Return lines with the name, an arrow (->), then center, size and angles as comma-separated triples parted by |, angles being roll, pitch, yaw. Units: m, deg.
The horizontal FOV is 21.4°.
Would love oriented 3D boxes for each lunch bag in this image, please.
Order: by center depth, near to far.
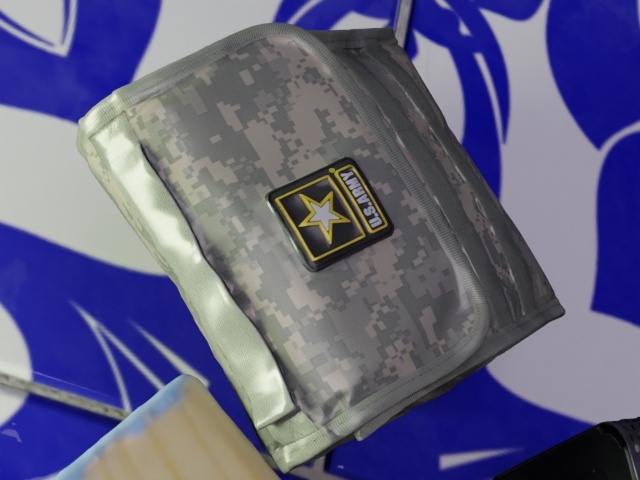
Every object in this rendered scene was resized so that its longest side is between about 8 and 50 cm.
lunch bag -> 0.000, 0.000, 1.027 | 0.235, 0.169, 0.287 | 58, 24, 7

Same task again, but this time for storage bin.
storage bin -> 0.194, 0.189, 1.091 | 0.084, 0.180, 0.122 | -5, 71, -25

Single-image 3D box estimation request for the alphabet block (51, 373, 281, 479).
alphabet block -> -0.102, 0.224, 0.941 | 0.193, 0.192, 0.197 | -39, 87, -30
